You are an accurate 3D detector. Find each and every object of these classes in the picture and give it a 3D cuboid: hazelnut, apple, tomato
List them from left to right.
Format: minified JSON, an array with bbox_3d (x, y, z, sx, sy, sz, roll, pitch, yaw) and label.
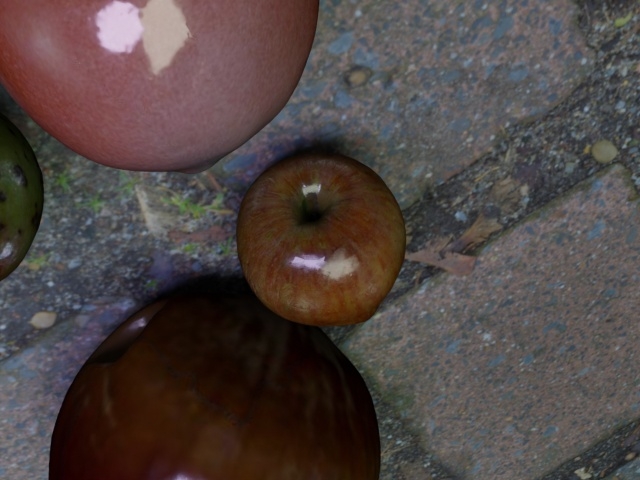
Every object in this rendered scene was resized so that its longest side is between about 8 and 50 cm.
[{"bbox_3d":[-0.146,-0.210,0.806,0.322,0.321,0.321,-13,130,-16],"label":"tomato"},{"bbox_3d":[-0.121,0.279,1.165,0.429,0.402,0.402,31,109,-27],"label":"hazelnut"},{"bbox_3d":[0.000,0.000,1.112,0.211,0.211,0.188,-22,154,-8],"label":"apple"}]

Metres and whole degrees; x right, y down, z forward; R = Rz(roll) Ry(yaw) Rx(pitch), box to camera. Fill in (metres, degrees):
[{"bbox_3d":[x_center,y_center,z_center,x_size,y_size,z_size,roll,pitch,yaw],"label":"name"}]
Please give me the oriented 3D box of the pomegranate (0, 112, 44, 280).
[{"bbox_3d":[-0.400,-0.086,0.874,0.242,0.242,0.306,-17,95,-12],"label":"pomegranate"}]
